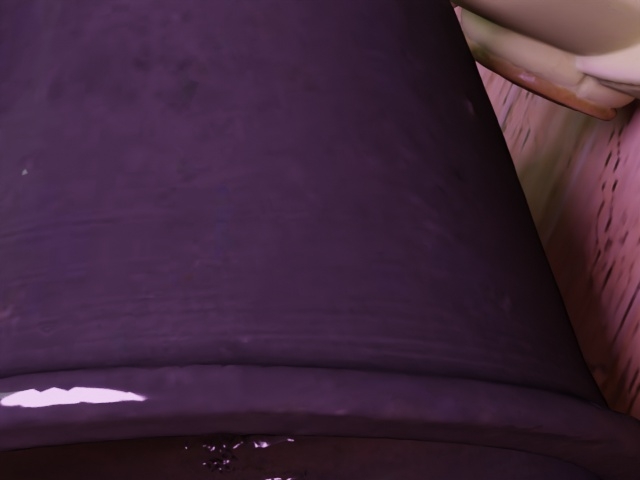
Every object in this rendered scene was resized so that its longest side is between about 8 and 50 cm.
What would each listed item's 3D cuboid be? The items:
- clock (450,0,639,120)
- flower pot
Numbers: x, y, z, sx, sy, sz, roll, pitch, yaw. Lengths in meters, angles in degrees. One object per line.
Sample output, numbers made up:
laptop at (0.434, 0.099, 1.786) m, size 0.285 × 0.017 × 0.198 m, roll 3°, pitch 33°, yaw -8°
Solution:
clock at (0.098, -0.149, 0.538) m, size 0.308 × 0.096 × 0.235 m, roll -6°, pitch 68°, yaw 66°
flower pot at (-0.033, 0.004, 0.509) m, size 0.235 × 0.235 × 0.148 m, roll -33°, pitch 55°, yaw 55°
